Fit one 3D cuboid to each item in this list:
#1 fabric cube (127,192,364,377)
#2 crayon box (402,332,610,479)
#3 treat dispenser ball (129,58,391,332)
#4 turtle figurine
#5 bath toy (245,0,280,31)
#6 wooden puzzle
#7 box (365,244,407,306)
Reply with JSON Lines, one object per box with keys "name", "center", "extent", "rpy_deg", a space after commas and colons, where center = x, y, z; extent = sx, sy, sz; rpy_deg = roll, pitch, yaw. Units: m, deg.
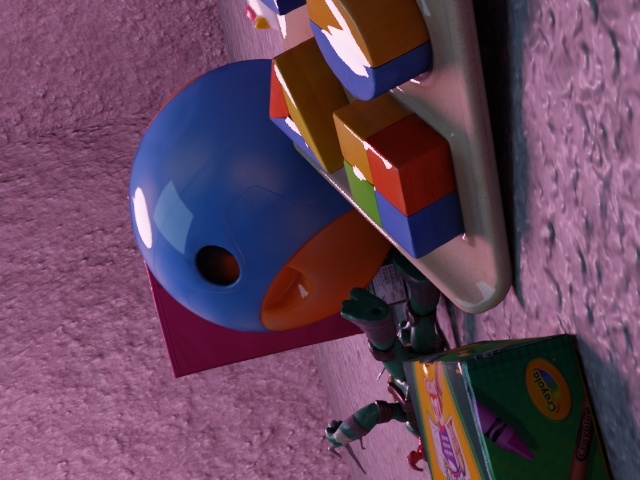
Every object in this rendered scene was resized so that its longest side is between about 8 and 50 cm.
{"name": "fabric cube", "center": [-0.098, 0.015, 1.704], "extent": [0.254, 0.258, 0.259], "rpy_deg": [-113, 9, -82]}
{"name": "crayon box", "center": [0.138, 0.162, 0.939], "extent": [0.278, 0.081, 0.165], "rpy_deg": [126, 130, -83]}
{"name": "treat dispenser ball", "center": [-0.058, -0.047, 1.308], "extent": [0.288, 0.288, 0.288], "rpy_deg": [166, 90, -85]}
{"name": "turtle figurine", "center": [0.086, 0.134, 1.271], "extent": [0.175, 0.118, 0.234], "rpy_deg": [-52, -35, -42]}
{"name": "bath toy", "center": [-0.079, -0.318, 1.269], "extent": [0.348, 0.151, 0.129], "rpy_deg": [50, -161, -61]}
{"name": "wooden puzzle", "center": [0.017, -0.143, 0.950], "extent": [0.322, 0.080, 0.348], "rpy_deg": [47, 156, 45]}
{"name": "box", "center": [0.052, -0.030, 1.530], "extent": [0.184, 0.045, 0.191], "rpy_deg": [-116, 12, -75]}
